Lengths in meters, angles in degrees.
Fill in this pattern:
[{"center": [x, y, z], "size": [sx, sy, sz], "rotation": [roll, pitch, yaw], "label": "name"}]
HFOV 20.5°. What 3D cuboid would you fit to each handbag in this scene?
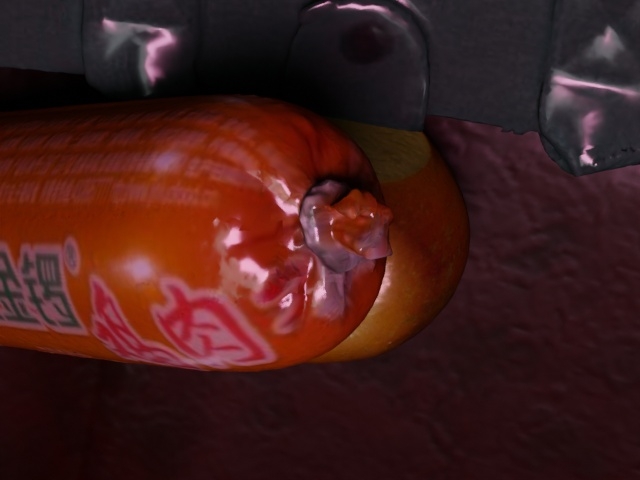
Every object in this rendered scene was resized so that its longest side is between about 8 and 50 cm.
[{"center": [0.027, -0.148, 0.601], "size": [0.326, 0.089, 0.238], "rotation": [6, 123, 3], "label": "handbag"}]

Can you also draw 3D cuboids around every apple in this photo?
[{"center": [0.000, 0.000, 0.691], "size": [0.114, 0.102, 0.099], "rotation": [22, 120, -5], "label": "apple"}]

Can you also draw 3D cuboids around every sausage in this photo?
[{"center": [-0.074, -0.002, 0.617], "size": [0.312, 0.093, 0.093], "rotation": [2, 126, 55], "label": "sausage"}]
